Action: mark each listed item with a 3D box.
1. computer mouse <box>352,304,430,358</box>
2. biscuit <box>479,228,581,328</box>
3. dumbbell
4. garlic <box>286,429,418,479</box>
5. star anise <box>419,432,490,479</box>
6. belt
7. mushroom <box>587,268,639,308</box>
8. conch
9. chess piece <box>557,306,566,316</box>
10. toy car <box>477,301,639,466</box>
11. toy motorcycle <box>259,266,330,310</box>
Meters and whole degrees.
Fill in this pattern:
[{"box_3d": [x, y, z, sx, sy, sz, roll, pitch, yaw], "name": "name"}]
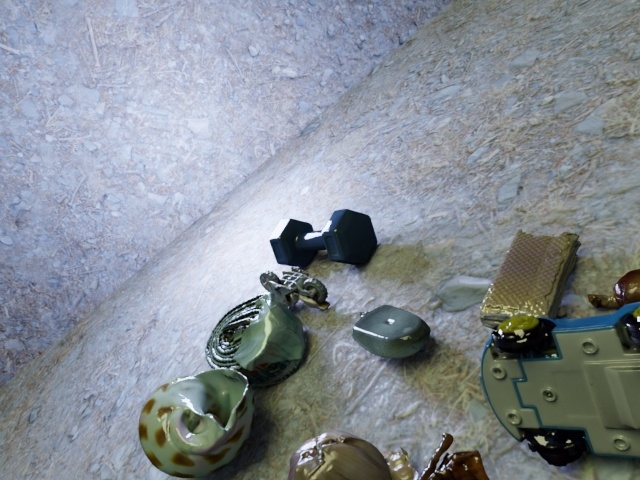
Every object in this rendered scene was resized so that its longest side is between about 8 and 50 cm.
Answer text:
[{"box_3d": [0.144, 0.193, 0.953, 0.113, 0.068, 0.229, -30, 13, -18], "name": "computer mouse"}, {"box_3d": [0.366, 0.067, 0.803, 0.108, 0.061, 0.239, 5, 40, 39], "name": "biscuit"}, {"box_3d": [0.000, 0.000, 1.326, 0.325, 0.160, 0.144, -7, 74, 48], "name": "dumbbell"}, {"box_3d": [0.055, 0.357, 0.695, 0.207, 0.256, 0.207, 4, 42, -4], "name": "garlic"}, {"box_3d": [0.163, 0.377, 0.564, 0.126, 0.190, 0.220, -6, 4, 0], "name": "star anise"}, {"box_3d": [-0.162, 0.254, 1.158, 0.258, 0.150, 0.207, -23, 41, 32], "name": "belt"}, {"box_3d": [0.468, 0.086, 0.696, 0.130, 0.073, 0.088, -14, 68, 44], "name": "mushroom"}, {"box_3d": [-0.278, 0.398, 1.045, 0.249, 0.197, 0.368, -40, 32, -24], "name": "conch"}, {"box_3d": [0.378, 0.115, 0.808, 0.092, 0.035, 0.035, 9, 56, 51], "name": "chess piece"}, {"box_3d": [0.367, 0.170, 0.600, 0.314, 0.198, 0.166, -19, 2, 42], "name": "toy car"}, {"box_3d": [-0.067, 0.144, 1.252, 0.229, 0.129, 0.094, 6, 31, 38], "name": "toy motorcycle"}]
